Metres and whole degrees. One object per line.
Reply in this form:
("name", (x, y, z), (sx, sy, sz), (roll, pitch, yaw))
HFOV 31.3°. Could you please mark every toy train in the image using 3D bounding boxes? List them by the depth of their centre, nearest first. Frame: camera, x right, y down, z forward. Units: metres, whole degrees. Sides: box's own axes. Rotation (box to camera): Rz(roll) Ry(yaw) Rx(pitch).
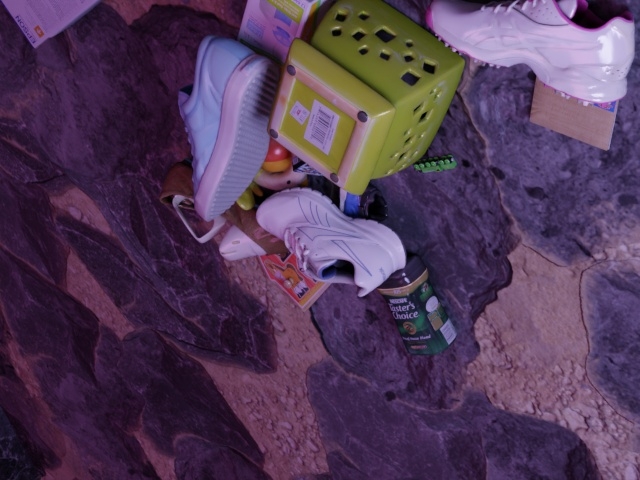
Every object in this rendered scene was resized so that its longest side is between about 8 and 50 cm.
("toy train", (0.189, -0.124, 1.882), (0.083, 0.017, 0.024), (-6, 127, 46))

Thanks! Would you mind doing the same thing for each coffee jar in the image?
("coffee jar", (0.167, 0.114, 2.052), (0.096, 0.079, 0.184), (-7, 116, 46))

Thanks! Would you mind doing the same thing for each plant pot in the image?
("plant pot", (0.055, -0.220, 1.778), (0.227, 0.207, 0.228), (37, 140, 15))

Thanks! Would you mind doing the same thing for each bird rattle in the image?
("bird rattle", (-0.108, -0.182, 2.072), (0.207, 0.143, 0.253), (13, 118, 21))

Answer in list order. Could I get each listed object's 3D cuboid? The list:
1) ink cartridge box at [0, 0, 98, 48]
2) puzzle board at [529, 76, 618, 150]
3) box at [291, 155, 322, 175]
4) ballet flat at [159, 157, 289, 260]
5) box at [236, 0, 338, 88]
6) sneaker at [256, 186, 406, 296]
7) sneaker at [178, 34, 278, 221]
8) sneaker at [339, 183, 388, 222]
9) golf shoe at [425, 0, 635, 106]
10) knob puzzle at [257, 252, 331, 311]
("ink cartridge box", (-0.550, -0.565, 2.178), (0.330, 0.071, 0.324), (-16, 110, 52))
("puzzle board", (0.368, -0.193, 1.658), (0.128, 0.011, 0.096), (25, 135, 26))
("box", (0.026, -0.146, 1.961), (0.137, 0.094, 0.027), (-28, 63, 51))
("ballet flat", (-0.182, -0.038, 2.197), (0.342, 0.124, 0.116), (32, 168, 25))
("box", (-0.052, -0.357, 1.846), (0.114, 0.103, 0.203), (39, 141, 13))
("sneaker", (0.000, 0.000, 1.984), (0.297, 0.129, 0.111), (22, 140, 30))
("sneaker", (-0.174, -0.196, 1.936), (0.150, 0.135, 0.366), (40, 135, 19))
("sneaker", (0.078, -0.036, 2.027), (0.084, 0.058, 0.152), (28, 132, 36))
("golf shoe", (0.293, -0.298, 1.578), (0.306, 0.115, 0.140), (24, 126, 18))
("knob puzzle", (-0.068, 0.040, 2.255), (0.213, 0.030, 0.213), (26, 137, 27))
